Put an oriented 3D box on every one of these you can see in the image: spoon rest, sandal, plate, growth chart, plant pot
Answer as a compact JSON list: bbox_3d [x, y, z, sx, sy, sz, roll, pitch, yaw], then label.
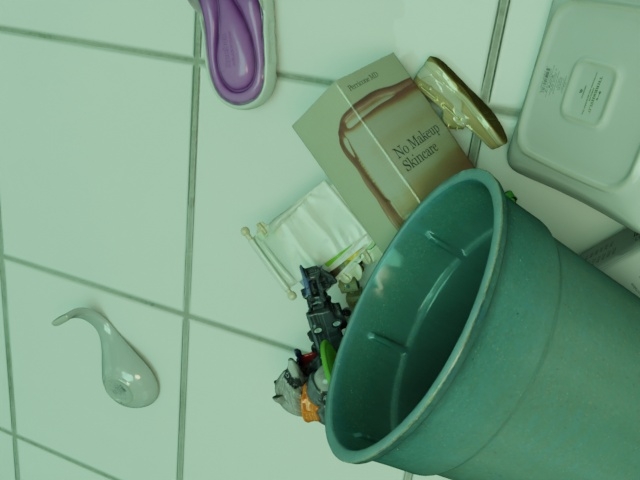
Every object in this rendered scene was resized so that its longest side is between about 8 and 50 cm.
[{"bbox_3d":[-0.451,0.251,1.345,0.137,0.084,0.276,-24,110,29],"label":"spoon rest"},{"bbox_3d":[-0.160,-0.414,0.976,0.169,0.102,0.417,-11,102,26],"label":"sandal"},{"bbox_3d":[0.344,-0.179,0.768,0.278,0.045,0.278,-133,48,-55],"label":"plate"},{"bbox_3d":[0.000,0.000,1.004,0.237,0.021,0.172,-31,92,24],"label":"growth chart"},{"bbox_3d":[0.231,0.146,0.707,0.334,0.341,0.341,27,118,-11],"label":"plant pot"}]

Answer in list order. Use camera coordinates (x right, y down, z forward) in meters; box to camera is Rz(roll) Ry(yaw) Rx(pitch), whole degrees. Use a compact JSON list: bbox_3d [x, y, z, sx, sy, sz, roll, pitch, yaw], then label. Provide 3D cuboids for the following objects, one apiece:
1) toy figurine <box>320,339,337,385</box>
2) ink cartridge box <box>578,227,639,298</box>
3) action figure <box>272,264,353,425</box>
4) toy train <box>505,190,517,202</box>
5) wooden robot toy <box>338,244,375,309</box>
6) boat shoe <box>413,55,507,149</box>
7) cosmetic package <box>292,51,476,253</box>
[{"bbox_3d":[0.105,0.195,0.893,0.159,0.130,0.173,-21,117,7],"label":"toy figurine"},{"bbox_3d":[0.470,0.146,0.863,0.271,0.130,0.309,-38,89,37],"label":"ink cartridge box"},{"bbox_3d":[0.070,0.195,0.998,0.330,0.179,0.341,-17,126,10],"label":"action figure"},{"bbox_3d":[0.263,-0.049,0.960,0.083,0.017,0.024,-34,82,29],"label":"toy train"},{"bbox_3d":[0.062,0.034,1.048,0.078,0.076,0.174,-11,102,15],"label":"wooden robot toy"},{"bbox_3d":[0.202,-0.192,0.918,0.170,0.063,0.059,52,122,12],"label":"boat shoe"},{"bbox_3d":[0.117,-0.102,0.912,0.296,0.153,0.129,53,142,-1],"label":"cosmetic package"}]
